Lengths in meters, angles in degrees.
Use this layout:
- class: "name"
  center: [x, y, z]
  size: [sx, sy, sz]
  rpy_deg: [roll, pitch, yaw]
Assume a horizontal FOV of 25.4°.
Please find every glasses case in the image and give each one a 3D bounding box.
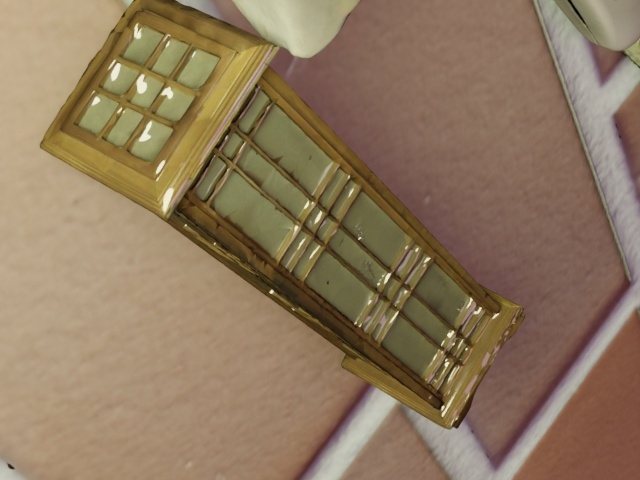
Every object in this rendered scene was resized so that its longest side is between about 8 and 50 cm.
- class: "glasses case"
  center: [0.160, -0.179, 0.837]
  size: [0.074, 0.049, 0.193]
  rpy_deg: [-58, 143, -5]

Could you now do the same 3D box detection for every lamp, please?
- class: "lamp"
  center: [0.000, 0.000, 0.726]
  size: [0.089, 0.090, 0.325]
  rpy_deg: [-58, 145, -6]

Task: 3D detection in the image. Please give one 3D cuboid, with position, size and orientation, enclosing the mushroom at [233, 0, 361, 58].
- class: "mushroom"
  center: [0.036, -0.209, 0.626]
  size: [0.270, 0.103, 0.118]
  rpy_deg: [-51, 143, -23]

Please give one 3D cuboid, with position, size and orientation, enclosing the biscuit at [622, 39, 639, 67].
- class: "biscuit"
  center: [0.307, -0.215, 0.992]
  size: [0.150, 0.052, 0.252]
  rpy_deg: [29, 89, -54]
